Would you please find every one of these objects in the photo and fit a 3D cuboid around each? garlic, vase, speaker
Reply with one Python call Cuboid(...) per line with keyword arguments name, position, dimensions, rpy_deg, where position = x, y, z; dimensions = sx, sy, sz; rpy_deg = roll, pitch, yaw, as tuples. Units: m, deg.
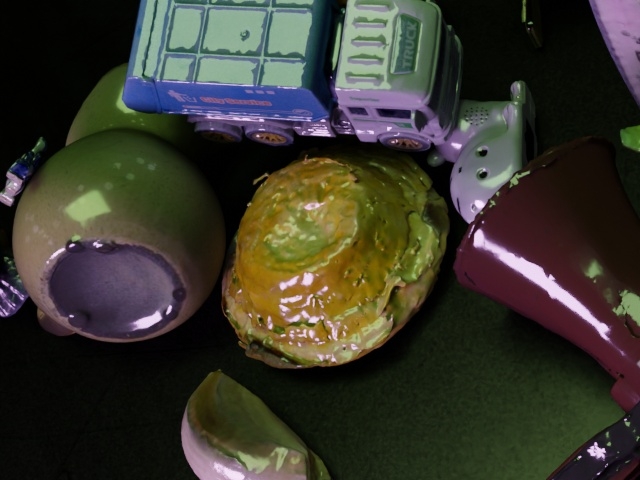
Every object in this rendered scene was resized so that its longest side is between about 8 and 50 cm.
Cuboid(name="garlic", position=(-0.084, 0.217, 1.071), dimensions=(0.101, 0.087, 0.196), rpy_deg=(-42, 45, -17))
Cuboid(name="vase", position=(-0.259, -0.016, 1.255), dimensions=(0.329, 0.241, 0.302), rpy_deg=(-46, 31, 32))
Cuboid(name="speaker", position=(0.248, 0.102, 0.895), dimensions=(0.259, 0.198, 0.329), rpy_deg=(-29, 58, -6))

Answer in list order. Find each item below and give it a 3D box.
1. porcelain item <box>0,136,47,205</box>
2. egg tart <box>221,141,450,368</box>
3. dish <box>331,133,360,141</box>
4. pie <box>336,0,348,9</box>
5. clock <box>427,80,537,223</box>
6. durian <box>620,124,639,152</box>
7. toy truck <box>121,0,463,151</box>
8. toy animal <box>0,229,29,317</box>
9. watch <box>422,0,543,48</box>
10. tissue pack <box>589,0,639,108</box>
Cuboid(name="porcelain item", position=(-0.332, -0.086, 1.161), dimensions=(0.075, 0.021, 0.136), rpy_deg=(-62, 15, -20))
Cuboid(name="egg tart", position=(0.000, 0.000, 1.139), dimensions=(0.295, 0.116, 0.294), rpy_deg=(-13, 55, 20))
Cuboid(name="dish", position=(0.042, -0.172, 1.240), dimensions=(0.208, 0.080, 0.148), rpy_deg=(-9, 49, 24))
Cuboid(name="pie", position=(-0.035, -0.293, 1.235), dimensions=(0.308, 0.308, 0.085), rpy_deg=(2, 87, 31))
Cuboid(name="clock", position=(0.172, -0.086, 1.116), dimensions=(0.117, 0.080, 0.176), rpy_deg=(-10, 56, 24))
Cuboid(name="durian", position=(0.395, -0.047, 0.915), dimensions=(0.250, 0.139, 0.101), rpy_deg=(38, 115, 23))
Cuboid(name="toy truck", position=(-0.038, -0.188, 1.103), dimensions=(0.368, 0.175, 0.146), rpy_deg=(4, 80, 14))
Cuboid(name="toy animal", position=(-0.498, 0.005, 1.375), dimensions=(0.298, 0.185, 0.122), rpy_deg=(26, 75, 39))
Cuboid(name="watch", position=(0.181, -0.341, 1.268), dimensions=(0.165, 0.102, 0.268), rpy_deg=(-8, 59, 13))
Cuboid(name="tissue pack", position=(0.399, -0.319, 0.997), dimensions=(0.124, 0.288, 0.394), rpy_deg=(9, 65, 42))
